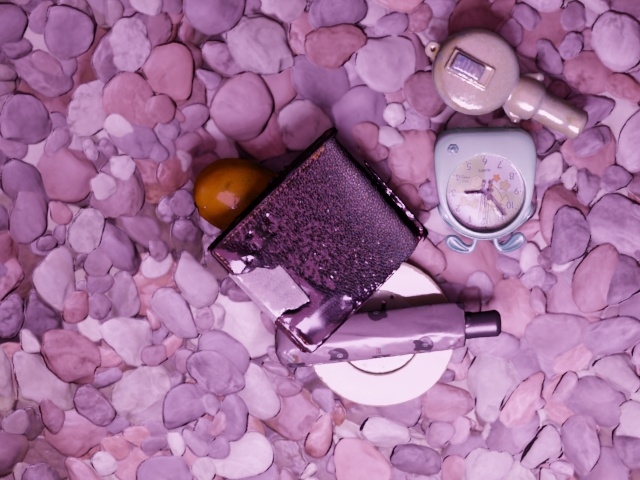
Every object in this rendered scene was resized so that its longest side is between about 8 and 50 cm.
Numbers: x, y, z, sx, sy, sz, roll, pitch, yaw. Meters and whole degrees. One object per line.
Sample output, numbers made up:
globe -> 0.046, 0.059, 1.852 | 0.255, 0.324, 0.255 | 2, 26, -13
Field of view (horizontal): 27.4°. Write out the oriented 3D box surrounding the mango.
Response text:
mango -> -0.108, -0.059, 1.935 | 0.163, 0.089, 0.111 | 24, 93, -9

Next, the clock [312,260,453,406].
clock -> 0.089, 0.138, 2.002 | 0.234, 0.029, 0.235 | 0, 100, 3

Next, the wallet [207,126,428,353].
wallet -> 0.000, 0.000, 1.897 | 0.262, 0.071, 0.221 | -45, 104, -11

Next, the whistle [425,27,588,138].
whistle -> 0.266, -0.221, 1.897 | 0.258, 0.067, 0.126 | 27, 103, -6

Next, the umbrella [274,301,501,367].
umbrella -> 0.099, 0.137, 1.949 | 0.337, 0.067, 0.073 | -7, 77, 4

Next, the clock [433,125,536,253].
clock -> 0.239, -0.073, 1.931 | 0.148, 0.060, 0.189 | 1, 102, 2
